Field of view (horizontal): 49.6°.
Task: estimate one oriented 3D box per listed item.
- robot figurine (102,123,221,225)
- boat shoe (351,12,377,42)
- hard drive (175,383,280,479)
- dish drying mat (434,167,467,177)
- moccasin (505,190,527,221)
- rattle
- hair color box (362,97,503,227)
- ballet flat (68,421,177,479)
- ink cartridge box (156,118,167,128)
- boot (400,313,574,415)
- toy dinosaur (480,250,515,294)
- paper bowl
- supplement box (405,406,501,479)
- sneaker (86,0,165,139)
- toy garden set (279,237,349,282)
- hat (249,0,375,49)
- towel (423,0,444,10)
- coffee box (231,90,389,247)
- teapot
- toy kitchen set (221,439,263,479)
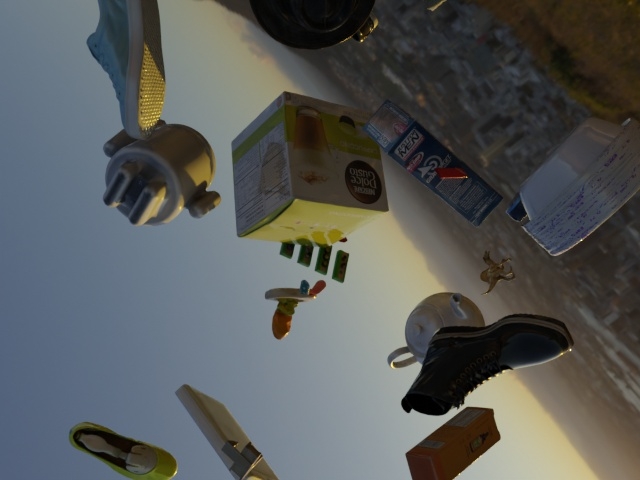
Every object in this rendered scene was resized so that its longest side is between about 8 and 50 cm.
[{"bbox_3d":[-0.381,-0.165,1.678,0.300,0.200,0.353,40,-151,-4],"label":"robot figurine"},{"bbox_3d":[0.038,-0.579,1.675,0.228,0.068,0.081,40,167,-15],"label":"boat shoe"},{"bbox_3d":[-0.248,0.562,1.930,0.353,0.047,0.233,42,175,37],"label":"hard drive"},{"bbox_3d":[0.302,-0.157,1.603,0.083,0.008,0.032,-4,-127,-32],"label":"dish drying mat"},{"bbox_3d":[0.597,-0.148,1.709,0.117,0.342,0.137,47,157,6],"label":"moccasin"},{"bbox_3d":[-0.067,0.185,1.873,0.200,0.142,0.130,-7,148,44],"label":"rattle"},{"bbox_3d":[0.278,-0.189,1.706,0.347,0.105,0.174,34,-167,-31],"label":"hair color box"},{"bbox_3d":[-0.401,0.430,1.398,0.231,0.077,0.077,23,160,-3],"label":"ballet flat"},{"bbox_3d":[-0.470,-0.272,2.082,0.209,0.062,0.109,58,-162,13],"label":"ink cartridge box"},{"bbox_3d":[0.207,0.166,0.867,0.077,0.198,0.137,58,-137,-14],"label":"boot"},{"bbox_3d":[0.480,0.097,1.889,0.183,0.093,0.053,-74,-36,-51],"label":"toy dinosaur"},{"bbox_3d":[0.490,-0.117,1.307,0.148,0.284,0.284,43,-174,6],"label":"paper bowl"},{"bbox_3d":[0.289,0.441,1.488,0.080,0.233,0.078,-9,98,51],"label":"supplement box"},{"bbox_3d":[-0.439,-0.399,1.541,0.135,0.150,0.365,28,-121,-75],"label":"sneaker"},{"bbox_3d":[0.000,0.000,2.281,0.244,0.049,0.203,26,-123,-22],"label":"toy garden set"},{"bbox_3d":[-0.007,-0.555,1.495,0.331,0.331,0.134,47,-165,-33],"label":"hat"},{"bbox_3d":[0.282,-0.722,1.511,0.056,0.324,0.312,-27,-91,-43],"label":"towel"},{"bbox_3d":[-0.041,-0.194,2.087,0.338,0.338,0.334,7,-112,-33],"label":"coffee box"},{"bbox_3d":[0.326,0.263,1.965,0.187,0.256,0.252,8,179,-38],"label":"teapot"},{"bbox_3d":[-0.149,0.415,1.382,0.068,0.083,0.075,39,-147,11],"label":"toy kitchen set"}]
